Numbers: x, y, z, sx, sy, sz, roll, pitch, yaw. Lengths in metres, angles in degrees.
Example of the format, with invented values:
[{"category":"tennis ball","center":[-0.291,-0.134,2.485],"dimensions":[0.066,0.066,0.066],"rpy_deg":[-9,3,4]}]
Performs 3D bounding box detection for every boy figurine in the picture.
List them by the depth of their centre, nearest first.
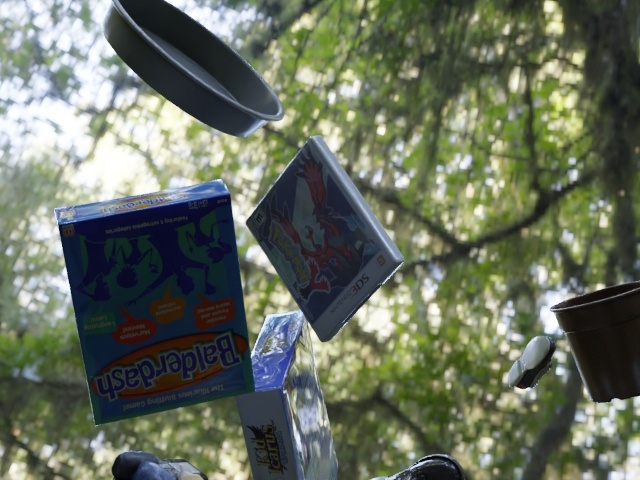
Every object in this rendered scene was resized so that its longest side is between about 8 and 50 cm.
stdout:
[{"category":"boy figurine","center":[-0.212,0.420,1.827],"dimensions":[0.092,0.177,0.285],"rpy_deg":[19,10,-41]}]

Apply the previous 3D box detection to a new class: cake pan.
[{"category":"cake pan","center":[-0.179,-0.240,1.723],"dimensions":[0.293,0.293,0.054],"rpy_deg":[34,-73,-20]}]

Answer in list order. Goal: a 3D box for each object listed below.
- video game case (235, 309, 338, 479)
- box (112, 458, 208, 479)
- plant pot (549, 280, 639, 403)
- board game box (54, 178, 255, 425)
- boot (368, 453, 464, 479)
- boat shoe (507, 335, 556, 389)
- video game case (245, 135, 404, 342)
[{"category":"video game case","center":[-0.038,0.248,1.621],"dimensions":[0.061,0.269,0.244],"rpy_deg":[-8,-74,8]},{"category":"box","center":[-0.319,0.496,2.402],"dimensions":[0.077,0.147,0.180],"rpy_deg":[28,10,36]},{"category":"plant pot","center":[0.471,0.164,2.030],"dimensions":[0.167,0.167,0.165],"rpy_deg":[-16,-89,32]},{"category":"board game box","center":[-0.153,0.059,1.197],"dimensions":[0.160,0.047,0.210],"rpy_deg":[-12,-66,-12]},{"category":"boot","center":[0.126,0.499,2.382],"dimensions":[0.263,0.229,0.091],"rpy_deg":[-26,-94,28]},{"category":"boat shoe","center":[0.338,0.192,1.980],"dimensions":[0.043,0.049,0.137],"rpy_deg":[12,-38,-12]},{"category":"video game case","center":[0.000,0.000,1.614],"dimensions":[0.201,0.023,0.183],"rpy_deg":[57,-48,19]}]
